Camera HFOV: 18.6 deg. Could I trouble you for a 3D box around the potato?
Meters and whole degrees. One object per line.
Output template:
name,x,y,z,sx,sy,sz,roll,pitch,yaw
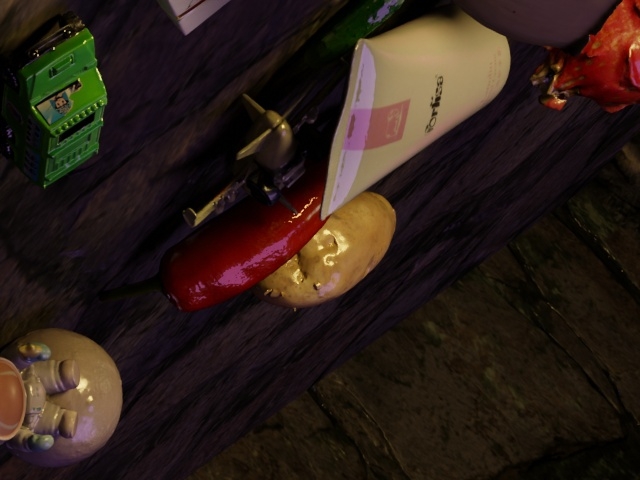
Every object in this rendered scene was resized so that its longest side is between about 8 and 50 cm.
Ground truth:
potato,0.003,0.000,2.396,0.234,0.128,0.161,-22,-158,-26

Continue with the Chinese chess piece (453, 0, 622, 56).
Chinese chess piece,0.224,-0.312,1.549,0.338,0.140,0.338,-58,-174,10

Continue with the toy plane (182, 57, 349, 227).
toy plane,-0.052,-0.082,1.959,0.229,0.092,0.244,-45,169,-15

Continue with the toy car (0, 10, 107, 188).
toy car,-0.193,-0.098,1.408,0.071,0.062,0.165,-37,169,-22

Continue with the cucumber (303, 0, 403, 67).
cucumber,0.043,-0.218,1.876,0.155,0.037,0.037,-42,170,7

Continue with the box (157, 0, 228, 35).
box,-0.087,-0.205,1.410,0.084,0.040,0.154,-42,169,-3

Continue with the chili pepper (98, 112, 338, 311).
chili pepper,-0.064,-0.020,2.127,0.368,0.092,0.137,-35,-157,-21

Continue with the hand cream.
hand cream,0.089,-0.153,1.995,0.358,0.118,0.185,-38,146,-60

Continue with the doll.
doll,-0.304,0.155,1.931,0.151,0.151,0.287,-43,163,12

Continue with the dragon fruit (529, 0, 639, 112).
dragon fruit,0.391,-0.268,2.543,0.268,0.205,0.210,-32,173,-3
